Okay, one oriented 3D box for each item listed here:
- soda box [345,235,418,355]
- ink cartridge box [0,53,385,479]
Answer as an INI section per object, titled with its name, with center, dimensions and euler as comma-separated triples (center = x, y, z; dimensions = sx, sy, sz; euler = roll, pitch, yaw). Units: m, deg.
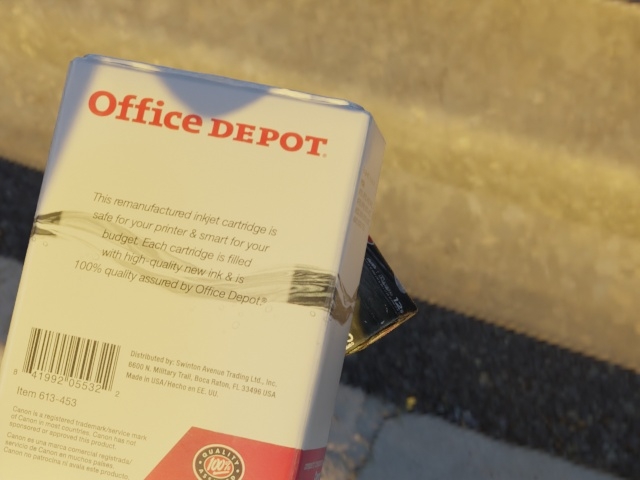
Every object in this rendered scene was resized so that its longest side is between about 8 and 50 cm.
[soda box]
center = 0.000, 0.000, 1.179
dimensions = 0.060, 0.053, 0.169
euler = -35, 82, 18
[ink cartridge box]
center = -0.071, 0.033, 0.875
dimensions = 0.172, 0.100, 0.237
euler = 11, 85, 10
